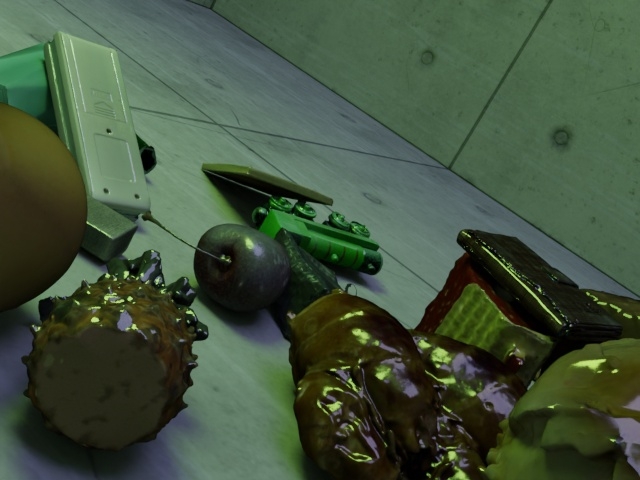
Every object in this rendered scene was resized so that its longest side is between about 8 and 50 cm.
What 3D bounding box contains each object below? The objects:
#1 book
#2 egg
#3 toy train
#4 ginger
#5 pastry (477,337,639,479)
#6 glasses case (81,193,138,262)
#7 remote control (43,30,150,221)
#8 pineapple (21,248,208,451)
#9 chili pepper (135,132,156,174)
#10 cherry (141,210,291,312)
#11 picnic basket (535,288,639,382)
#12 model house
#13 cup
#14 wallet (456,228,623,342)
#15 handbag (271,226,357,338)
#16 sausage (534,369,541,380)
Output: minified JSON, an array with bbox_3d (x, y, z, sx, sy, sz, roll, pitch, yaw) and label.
[{"bbox_3d":[-0.101,-0.103,1.533,0.170,0.018,0.242,19,-3,-28],"label":"book"},{"bbox_3d":[-0.318,-0.034,0.783,0.201,0.201,0.244,28,-14,-5],"label":"egg"},{"bbox_3d":[0.000,0.000,1.460,0.251,0.085,0.119,17,27,-32],"label":"toy train"},{"bbox_3d":[0.118,0.196,0.953,0.357,0.152,0.274,25,17,-9],"label":"ginger"},{"bbox_3d":[0.311,0.284,0.758,0.409,0.245,0.409,22,47,-25],"label":"pastry"},{"bbox_3d":[-0.337,-0.045,1.079,0.205,0.047,0.071,31,21,4],"label":"glasses case"},{"bbox_3d":[-0.322,-0.162,1.222,0.103,0.055,0.277,9,58,-49],"label":"remote control"},{"bbox_3d":[-0.194,0.081,0.825,0.170,0.141,0.310,2,13,-5],"label":"pineapple"},{"bbox_3d":[-0.359,-0.183,1.428,0.088,0.059,0.227,6,26,-44],"label":"chili pepper"},{"bbox_3d":[-0.122,0.018,1.142,0.188,0.115,0.148,31,45,27],"label":"cherry"},{"bbox_3d":[0.470,0.240,1.169,0.254,0.291,0.321,12,12,-47],"label":"picnic basket"},{"bbox_3d":[0.222,0.156,1.172,0.160,0.196,0.254,29,18,-2],"label":"model house"},{"bbox_3d":[-0.444,-0.221,1.275,0.148,0.134,0.236,1,17,17],"label":"cup"},{"bbox_3d":[0.291,0.059,1.155,0.124,0.042,0.230,8,26,-37],"label":"wallet"},{"bbox_3d":[0.007,0.085,1.235,0.175,0.088,0.270,28,15,-35],"label":"handbag"},{"bbox_3d":[0.346,0.210,1.509,0.116,0.026,0.026,34,17,17],"label":"sausage"}]
